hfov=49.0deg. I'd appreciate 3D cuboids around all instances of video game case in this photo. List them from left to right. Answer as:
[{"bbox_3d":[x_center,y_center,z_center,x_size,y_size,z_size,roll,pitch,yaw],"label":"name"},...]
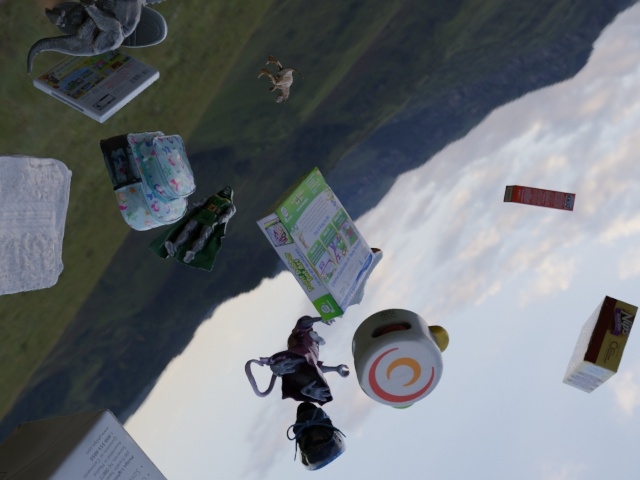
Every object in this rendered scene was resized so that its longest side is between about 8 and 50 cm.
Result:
[{"bbox_3d":[-0.552,-0.402,1.744,0.227,0.206,0.026,-54,168,-38],"label":"video game case"}]

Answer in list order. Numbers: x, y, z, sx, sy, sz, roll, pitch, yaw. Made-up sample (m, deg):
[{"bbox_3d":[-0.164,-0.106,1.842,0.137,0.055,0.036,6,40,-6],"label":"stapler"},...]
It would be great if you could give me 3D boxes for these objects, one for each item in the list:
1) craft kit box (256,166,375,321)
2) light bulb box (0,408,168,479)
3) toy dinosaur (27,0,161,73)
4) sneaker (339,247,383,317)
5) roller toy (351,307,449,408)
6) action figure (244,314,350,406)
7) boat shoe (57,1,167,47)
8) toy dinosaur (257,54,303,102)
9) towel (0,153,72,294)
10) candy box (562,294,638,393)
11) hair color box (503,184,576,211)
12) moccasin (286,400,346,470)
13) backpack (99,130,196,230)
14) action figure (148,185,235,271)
[{"bbox_3d":[0.000,0.000,1.449,0.060,0.247,0.250,-24,-165,29],"label":"craft kit box"},{"bbox_3d":[-0.330,0.476,0.890,0.225,0.361,0.358,-17,-155,37],"label":"light bulb box"},{"bbox_3d":[-0.350,-0.376,1.160,0.314,0.121,0.160,-59,163,-5],"label":"toy dinosaur"},{"bbox_3d":[0.111,0.135,2.239,0.262,0.121,0.099,-42,-161,-3],"label":"sneaker"},{"bbox_3d":[0.169,0.253,1.565,0.209,0.191,0.146,-54,-163,17],"label":"roller toy"},{"bbox_3d":[-0.060,0.372,2.164,0.275,0.248,0.370,-15,-164,4],"label":"action figure"},{"bbox_3d":[-0.541,-0.580,1.855,0.103,0.320,0.118,-50,144,-61],"label":"boat shoe"},{"bbox_3d":[-0.094,-0.424,1.798,0.064,0.112,0.211,-59,-176,-15],"label":"toy dinosaur"},{"bbox_3d":[-0.422,-0.015,0.866,0.282,0.049,0.187,-14,116,-64],"label":"towel"},{"bbox_3d":[0.433,0.167,1.098,0.109,0.053,0.187,-64,162,-16],"label":"candy box"},{"bbox_3d":[0.595,-0.116,1.915,0.093,0.167,0.054,-113,-147,-86],"label":"hair color box"},{"bbox_3d":[-0.028,0.489,1.783,0.137,0.117,0.342,-28,-179,-12],"label":"moccasin"},{"bbox_3d":[-0.445,-0.160,1.855,0.190,0.254,0.225,-9,-172,17],"label":"backpack"},{"bbox_3d":[-0.239,-0.041,1.460,0.232,0.137,0.064,-62,173,-47],"label":"action figure"}]
